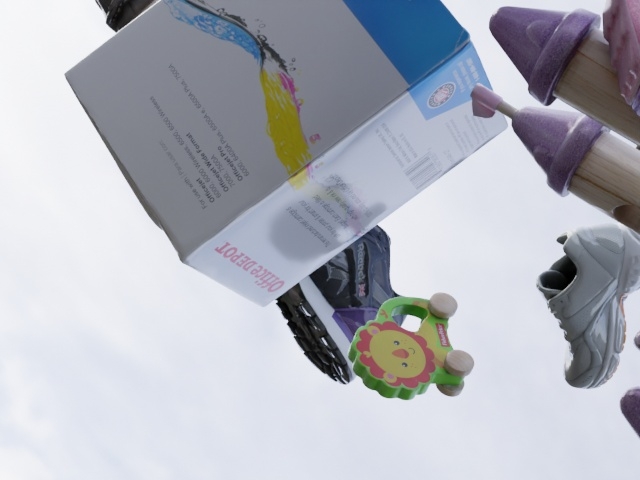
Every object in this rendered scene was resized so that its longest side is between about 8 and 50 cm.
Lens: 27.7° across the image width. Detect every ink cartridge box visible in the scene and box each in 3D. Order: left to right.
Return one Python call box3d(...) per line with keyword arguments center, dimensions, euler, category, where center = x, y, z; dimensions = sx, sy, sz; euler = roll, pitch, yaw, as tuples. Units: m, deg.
box3d(center=(-0.020, -0.096, 0.909), dimensions=(0.168, 0.233, 0.171), euler=(55, 4, 20), category="ink cartridge box")

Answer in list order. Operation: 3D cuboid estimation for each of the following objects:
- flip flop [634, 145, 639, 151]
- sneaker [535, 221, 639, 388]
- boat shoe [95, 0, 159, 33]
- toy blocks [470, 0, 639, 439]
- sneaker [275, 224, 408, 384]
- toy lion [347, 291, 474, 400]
box3d(center=(0.417, -0.090, 1.256), dimensions=(0.277, 0.080, 0.112), euler=(-26, -39, 35), category="flip flop")
box3d(center=(0.321, 0.079, 1.628), dimensions=(0.099, 0.121, 0.262), euler=(-101, -166, -53), category="sneaker")
box3d(center=(-0.094, -0.196, 1.160), dimensions=(0.112, 0.335, 0.095), euler=(-43, -107, 14), category="boat shoe")
box3d(center=(0.182, -0.046, 0.632), dimensions=(0.260, 0.309, 0.288), euler=(34, -17, 14), category="toy blocks")
box3d(center=(0.000, 0.000, 1.292), dimensions=(0.107, 0.124, 0.283), euler=(23, -34, 49), category="sneaker")
box3d(center=(0.067, 0.084, 1.026), dimensions=(0.100, 0.096, 0.034), euler=(-100, -158, -45), category="toy lion")
